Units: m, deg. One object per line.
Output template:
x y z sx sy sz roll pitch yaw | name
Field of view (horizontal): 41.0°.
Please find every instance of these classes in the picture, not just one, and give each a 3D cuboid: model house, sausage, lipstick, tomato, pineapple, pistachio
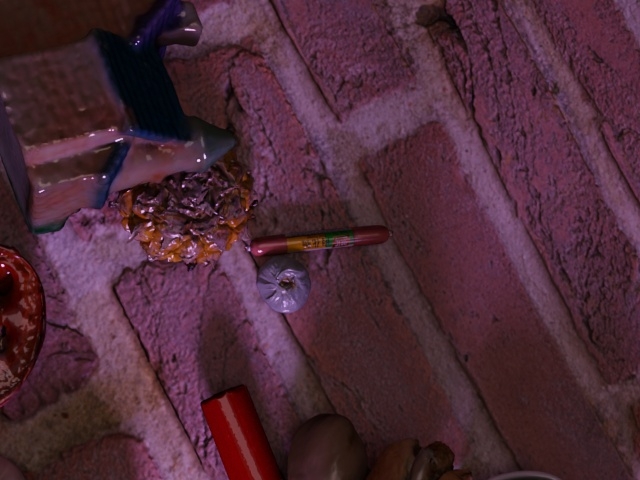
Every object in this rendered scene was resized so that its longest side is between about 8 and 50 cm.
-0.274 -0.195 1.087 0.280 0.245 0.312 -19 76 -24 | model house
0.000 0.000 1.231 0.223 0.029 0.029 -6 82 -15 | sausage
-0.079 0.332 1.134 0.073 0.073 0.280 -20 86 -16 | lipstick
-0.451 0.109 1.067 0.227 0.101 0.228 6 74 -20 | tomato
-0.182 -0.065 1.175 0.224 0.076 0.225 3 78 -14 | pineapple
0.009 0.303 1.136 0.113 0.113 0.149 30 53 -8 | pistachio

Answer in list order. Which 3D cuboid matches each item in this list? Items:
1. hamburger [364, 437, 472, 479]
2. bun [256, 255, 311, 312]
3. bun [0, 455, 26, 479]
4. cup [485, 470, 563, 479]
0.093 0.389 1.073 0.144 0.259 0.283 22 68 19 | hamburger
-0.050 0.061 1.200 0.083 0.045 0.083 1 84 -10 | bun
-0.426 0.326 1.036 0.138 0.094 0.138 2 80 -10 | bun
0.299 0.454 1.144 0.257 0.219 0.290 -7 57 -16 | cup
